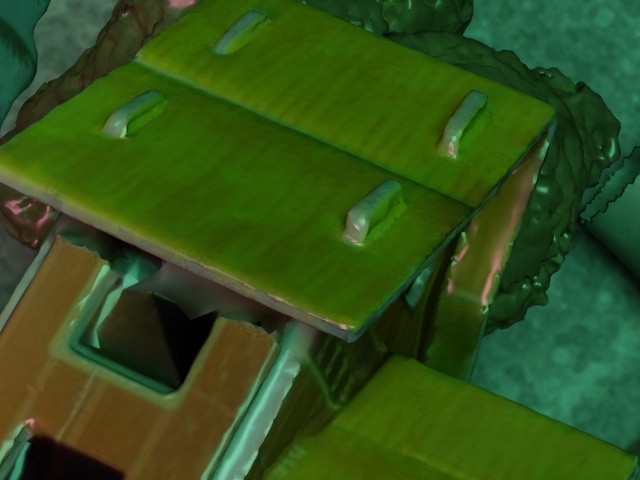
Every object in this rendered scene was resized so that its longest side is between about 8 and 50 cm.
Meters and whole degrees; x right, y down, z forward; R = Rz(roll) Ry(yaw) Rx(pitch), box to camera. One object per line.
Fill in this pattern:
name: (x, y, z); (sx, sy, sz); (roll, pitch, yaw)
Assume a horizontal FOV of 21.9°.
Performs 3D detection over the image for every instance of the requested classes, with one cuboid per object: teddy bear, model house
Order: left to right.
model house: (-0.024, 0.043, 0.548); (0.300, 0.340, 0.324); (21, 71, 20)
teddy bear: (0.010, -0.054, 0.783); (0.256, 0.156, 0.267); (39, 67, 8)

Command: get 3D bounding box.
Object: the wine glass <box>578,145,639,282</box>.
wine glass: (0.234, 0.027, 0.869); (0.202, 0.093, 0.093); (40, 75, -3)
